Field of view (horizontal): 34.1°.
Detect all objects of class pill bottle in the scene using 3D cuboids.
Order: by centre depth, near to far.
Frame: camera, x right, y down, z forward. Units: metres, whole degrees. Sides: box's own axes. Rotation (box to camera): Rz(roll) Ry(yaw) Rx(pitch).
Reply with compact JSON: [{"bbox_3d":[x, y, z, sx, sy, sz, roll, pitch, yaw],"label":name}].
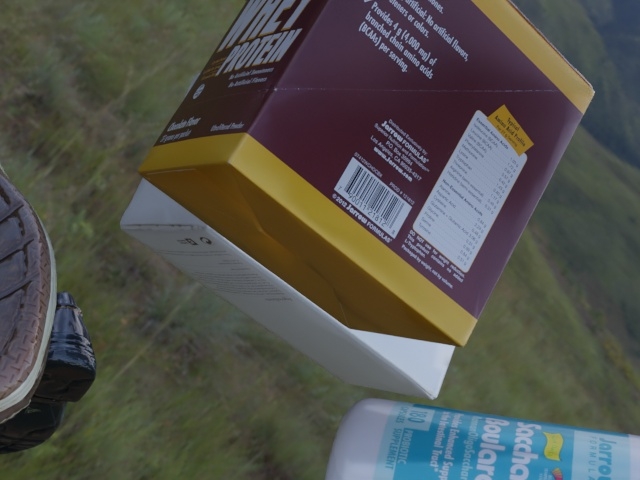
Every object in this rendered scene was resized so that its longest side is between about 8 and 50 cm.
[{"bbox_3d":[0.138,0.189,0.670,0.264,0.146,0.146,6,7,13],"label":"pill bottle"}]

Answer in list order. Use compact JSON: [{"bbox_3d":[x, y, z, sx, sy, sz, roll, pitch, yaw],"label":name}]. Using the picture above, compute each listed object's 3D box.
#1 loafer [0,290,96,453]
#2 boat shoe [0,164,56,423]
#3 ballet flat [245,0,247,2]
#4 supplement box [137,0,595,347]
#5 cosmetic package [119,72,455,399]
[{"bbox_3d":[-0.208,0.100,0.739,0.062,0.170,0.061,21,45,-35],"label":"loafer"},{"bbox_3d":[-0.198,0.011,0.583,0.095,0.095,0.257,89,-19,-45],"label":"boat shoe"},{"bbox_3d":[0.033,-0.258,0.961,0.123,0.348,0.123,17,64,-38],"label":"ballet flat"},{"bbox_3d":[0.031,-0.070,0.651,0.191,0.194,0.129,38,-18,-26],"label":"supplement box"},{"bbox_3d":[0.000,0.000,1.097,0.155,0.197,0.365,1,-31,46],"label":"cosmetic package"}]
